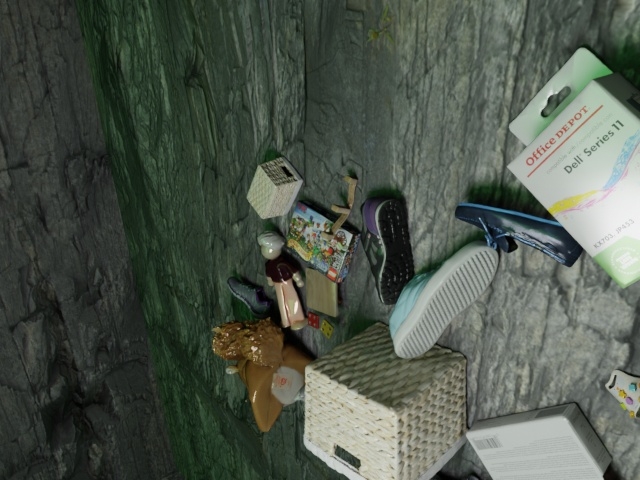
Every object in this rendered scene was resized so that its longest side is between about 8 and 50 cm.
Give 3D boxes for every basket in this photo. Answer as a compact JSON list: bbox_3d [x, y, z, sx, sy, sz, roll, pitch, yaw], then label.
[{"bbox_3d":[-0.147,-0.158,1.518,0.113,0.103,0.167,51,140,20],"label":"basket"},{"bbox_3d":[0.165,0.424,1.269,0.328,0.331,0.267,15,117,44],"label":"basket"}]

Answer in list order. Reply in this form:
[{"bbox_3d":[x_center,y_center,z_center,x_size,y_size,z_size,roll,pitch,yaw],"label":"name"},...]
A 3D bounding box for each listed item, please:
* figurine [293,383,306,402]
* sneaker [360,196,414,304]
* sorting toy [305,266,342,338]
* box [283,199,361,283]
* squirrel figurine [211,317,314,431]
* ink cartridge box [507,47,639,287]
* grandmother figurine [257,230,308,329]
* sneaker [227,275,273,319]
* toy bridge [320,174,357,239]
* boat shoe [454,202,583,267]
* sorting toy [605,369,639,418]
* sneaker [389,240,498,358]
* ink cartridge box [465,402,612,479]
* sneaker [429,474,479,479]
[{"bbox_3d":[0.030,0.427,1.518,0.092,0.209,0.215,57,141,13],"label":"figurine"},{"bbox_3d":[0.164,0.024,1.275,0.124,0.107,0.284,24,122,58],"label":"sneaker"},{"bbox_3d":[0.015,0.164,1.527,0.132,0.046,0.275,13,109,46],"label":"sorting toy"},{"bbox_3d":[0.000,0.000,1.444,0.233,0.044,0.159,33,115,35],"label":"box"},{"bbox_3d":[-0.217,0.439,1.785,0.370,0.280,0.397,0,118,64],"label":"squirrel figurine"},{"bbox_3d":[0.468,-0.126,0.811,0.354,0.119,0.207,53,140,17],"label":"ink cartridge box"},{"bbox_3d":[-0.129,0.129,1.647,0.207,0.104,0.343,-7,105,41],"label":"grandmother figurine"},{"bbox_3d":[-0.262,0.194,1.866,0.223,0.083,0.098,42,115,22],"label":"sneaker"},{"bbox_3d":[0.057,-0.085,1.339,0.026,0.063,0.188,33,108,34],"label":"toy bridge"},{"bbox_3d":[0.378,-0.015,0.971,0.258,0.108,0.089,22,103,44],"label":"boat shoe"},{"bbox_3d":[0.592,0.293,0.947,0.075,0.044,0.084,-131,38,-50],"label":"sorting toy"},{"bbox_3d":[0.264,0.115,1.166,0.366,0.135,0.150,-56,33,30],"label":"sneaker"},{"bbox_3d":[0.518,0.526,1.119,0.261,0.066,0.296,60,141,9],"label":"ink cartridge box"},{"bbox_3d":[0.366,0.688,1.352,0.153,0.101,0.268,-59,29,11],"label":"sneaker"}]
